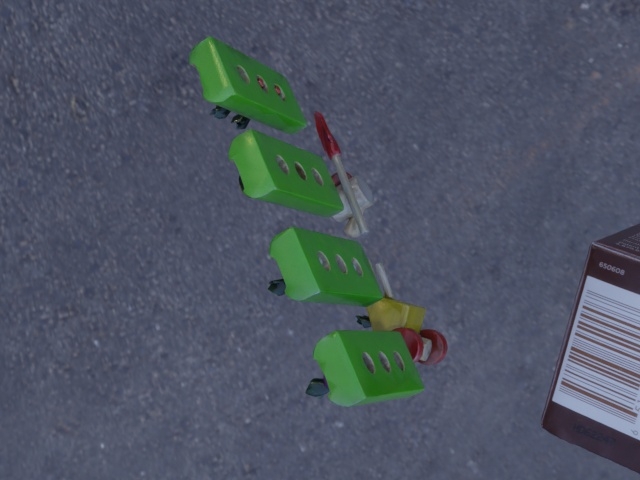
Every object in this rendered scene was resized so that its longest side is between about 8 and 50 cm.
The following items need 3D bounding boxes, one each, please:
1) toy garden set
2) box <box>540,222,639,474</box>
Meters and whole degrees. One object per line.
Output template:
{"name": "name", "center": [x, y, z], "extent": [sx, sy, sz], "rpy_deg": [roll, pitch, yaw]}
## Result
{"name": "toy garden set", "center": [0.000, 0.000, 0.683], "extent": [0.049, 0.244, 0.203], "rpy_deg": [-29, 164, 19]}
{"name": "box", "center": [0.311, 0.087, 0.810], "extent": [0.203, 0.167, 0.169], "rpy_deg": [-15, 120, -52]}
